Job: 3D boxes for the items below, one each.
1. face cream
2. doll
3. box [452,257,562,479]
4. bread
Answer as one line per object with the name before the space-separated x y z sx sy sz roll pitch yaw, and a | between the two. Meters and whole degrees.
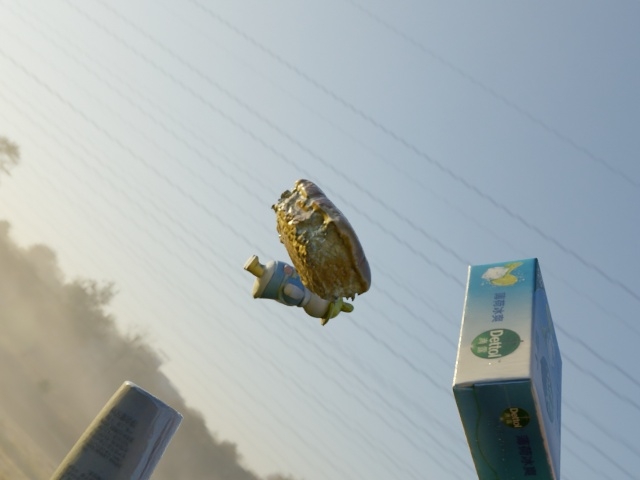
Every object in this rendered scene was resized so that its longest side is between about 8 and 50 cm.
face cream | -0.203 0.225 0.836 0.084 0.198 0.057 25 -16 30
doll | -0.047 0.105 1.936 0.241 0.098 0.135 20 -35 -11
box | 0.181 0.125 0.883 0.073 0.194 0.139 -9 -61 19
bread | 0.000 0.000 1.665 0.245 0.121 0.174 -123 -165 -59
